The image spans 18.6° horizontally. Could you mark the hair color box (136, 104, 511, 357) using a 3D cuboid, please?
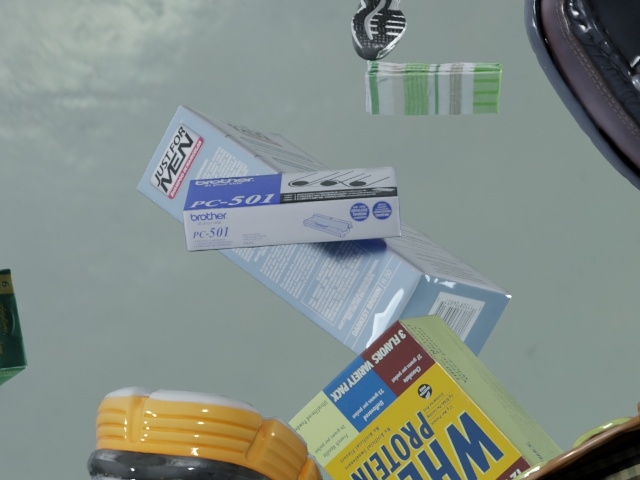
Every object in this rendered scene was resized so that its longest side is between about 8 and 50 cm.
[{"bbox_3d":[0.000,0.000,2.086,0.185,0.374,0.114,14,108,-54],"label":"hair color box"}]

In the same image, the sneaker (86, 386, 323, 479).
[{"bbox_3d":[-0.020,0.128,0.614,0.215,0.084,0.083,53,43,-47],"label":"sneaker"}]

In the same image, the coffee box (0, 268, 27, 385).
[{"bbox_3d":[-0.375,0.109,2.118,0.040,0.184,0.113,-3,75,-31],"label":"coffee box"}]

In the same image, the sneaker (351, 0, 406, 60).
[{"bbox_3d":[0.042,-0.155,1.449,0.040,0.109,0.044,11,120,1],"label":"sneaker"}]

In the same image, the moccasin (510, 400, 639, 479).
[{"bbox_3d":[0.268,0.156,1.370,0.380,0.139,0.147,-23,158,39],"label":"moccasin"}]

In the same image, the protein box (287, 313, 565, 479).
[{"bbox_3d":[0.103,0.182,1.704,0.136,0.200,0.201,-44,171,8],"label":"protein box"}]

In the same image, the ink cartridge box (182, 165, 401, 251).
[{"bbox_3d":[-0.027,-0.032,1.904,0.207,0.097,0.046,-4,110,2],"label":"ink cartridge box"}]

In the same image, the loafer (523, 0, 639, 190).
[{"bbox_3d":[0.229,-0.038,0.911,0.302,0.095,0.109,43,61,-10],"label":"loafer"}]

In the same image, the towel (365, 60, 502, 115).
[{"bbox_3d":[0.126,-0.172,2.195,0.152,0.023,0.113,-1,159,2],"label":"towel"}]
